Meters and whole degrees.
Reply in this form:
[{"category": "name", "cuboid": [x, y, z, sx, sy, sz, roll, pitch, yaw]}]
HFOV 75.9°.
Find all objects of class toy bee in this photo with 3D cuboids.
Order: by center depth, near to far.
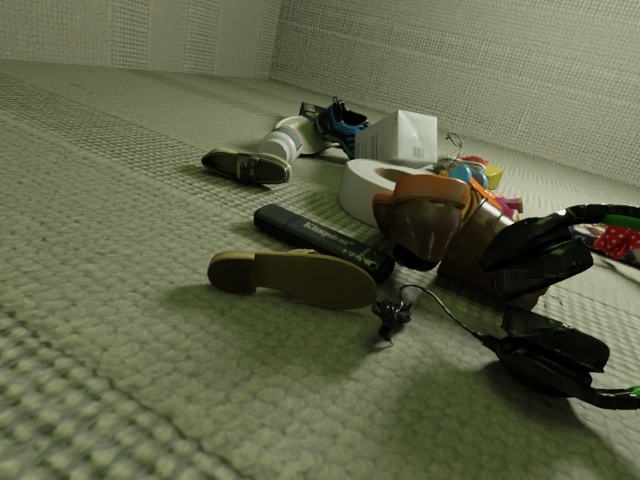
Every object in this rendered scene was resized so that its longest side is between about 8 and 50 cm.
[{"category": "toy bee", "cuboid": [0.397, -0.146, 1.188, 0.195, 0.162, 0.298, 28, 41, -17]}]

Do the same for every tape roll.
[{"category": "tape roll", "cuboid": [0.189, -0.114, 1.029, 0.286, 0.100, 0.286, 12, 25, -6]}]

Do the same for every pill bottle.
[{"category": "pill bottle", "cuboid": [-0.115, -0.257, 1.157, 0.107, 0.108, 0.180, 15, 24, 1]}]

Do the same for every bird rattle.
[{"category": "bird rattle", "cuboid": [0.823, 0.012, 0.988, 0.143, 0.207, 0.254, 21, 35, -26]}]

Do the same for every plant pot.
[{"category": "plant pot", "cuboid": [0.323, 0.033, 0.730, 0.165, 0.167, 0.167, 33, 30, 22]}, {"category": "plant pot", "cuboid": [0.631, -0.239, 1.560, 0.081, 0.082, 0.083, 31, 38, 33]}]

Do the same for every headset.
[{"category": "headset", "cuboid": [0.272, 0.080, 0.513, 0.394, 0.244, 0.185, -7, -13, 24]}]

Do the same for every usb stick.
[{"category": "usb stick", "cuboid": [0.000, 0.000, 0.748, 0.278, 0.045, 0.077, 25, 26, 22]}]

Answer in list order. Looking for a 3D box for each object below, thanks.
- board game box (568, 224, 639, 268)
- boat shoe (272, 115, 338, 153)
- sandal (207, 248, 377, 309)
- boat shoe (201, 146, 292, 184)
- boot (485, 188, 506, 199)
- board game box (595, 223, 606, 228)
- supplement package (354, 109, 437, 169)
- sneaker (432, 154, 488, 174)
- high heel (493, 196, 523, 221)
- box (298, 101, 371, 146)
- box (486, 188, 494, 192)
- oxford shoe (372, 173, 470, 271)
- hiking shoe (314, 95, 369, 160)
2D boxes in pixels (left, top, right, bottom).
[{"category": "board game box", "cuboid": [0.846, 0.012, 1.183, 0.243, 0.042, 0.165, 24, 26, 21]}, {"category": "boat shoe", "cuboid": [-0.056, -0.354, 1.402, 0.113, 0.127, 0.340, -6, 14, 42]}, {"category": "sandal", "cuboid": [-0.037, 0.036, 0.601, 0.239, 0.088, 0.079, 7, 31, -5]}, {"category": "boat shoe", "cuboid": [-0.181, -0.171, 0.985, 0.223, 0.080, 0.073, 15, 29, 14]}, {"category": "boot", "cuboid": [0.528, -0.125, 1.289, 0.157, 0.059, 0.085, 9, 30, -14]}, {"category": "board game box", "cuboid": [1.058, 0.009, 1.290, 0.192, 0.053, 0.305, -6, 31, -38]}, {"category": "supplement package", "cuboid": [0.217, -0.278, 1.230, 0.139, 0.134, 0.244, 2, -4, -23]}, {"category": "sneaker", "cuboid": [0.518, -0.272, 1.561, 0.088, 0.093, 0.225, 13, 3, -37]}, {"category": "high heel", "cuboid": [0.490, -0.059, 1.136, 0.117, 0.082, 0.244, -8, 27, 32]}, {"category": "box", "cuboid": [0.060, -0.486, 1.755, 0.318, 0.097, 0.395, 14, 24, -7]}, {"category": "box", "cuboid": [0.547, -0.165, 1.416, 0.093, 0.027, 0.137, 1, 28, -23]}, {"category": "oxford shoe", "cuboid": [0.151, -0.015, 0.729, 0.129, 0.133, 0.364, 10, -4, 4]}, {"category": "hiking shoe", "cuboid": [0.128, -0.346, 1.368, 0.304, 0.132, 0.113, 24, 56, -27]}]
